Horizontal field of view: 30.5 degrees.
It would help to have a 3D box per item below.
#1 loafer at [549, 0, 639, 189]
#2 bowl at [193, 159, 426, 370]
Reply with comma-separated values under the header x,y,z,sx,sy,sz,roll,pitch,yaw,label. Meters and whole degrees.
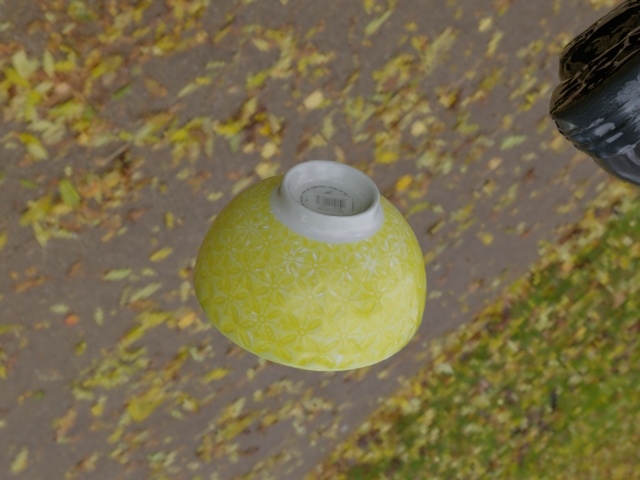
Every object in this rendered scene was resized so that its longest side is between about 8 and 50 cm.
x,y,z,sx,sy,sz,roll,pitch,yaw,label
0.134,-0.061,0.472,0.062,0.061,0.170,-35,-170,33,loafer
0.000,0.000,1.391,0.289,0.289,0.156,-19,138,-35,bowl
